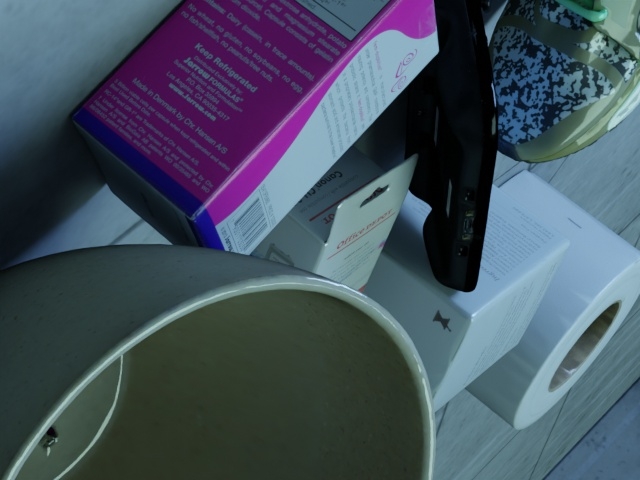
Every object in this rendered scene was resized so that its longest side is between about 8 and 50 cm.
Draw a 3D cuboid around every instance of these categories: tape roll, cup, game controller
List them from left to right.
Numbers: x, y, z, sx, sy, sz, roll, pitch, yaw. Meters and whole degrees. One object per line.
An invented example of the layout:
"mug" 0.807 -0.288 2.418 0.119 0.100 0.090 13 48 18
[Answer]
"cup" -0.130 0.135 1.064 0.331 0.237 0.331 -20 122 -35
"game controller" 0.114 -0.084 1.446 0.067 0.166 0.319 -14 153 -6
"tape roll" 0.231 0.068 1.964 0.246 0.169 0.246 -44 160 -20

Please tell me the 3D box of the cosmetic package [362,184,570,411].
"cosmetic package" 0.109 0.045 1.661 0.184 0.151 0.151 -32 153 -45

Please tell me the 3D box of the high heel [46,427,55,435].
"high heel" -0.174 0.108 1.284 0.244 0.082 0.117 -36 127 -52

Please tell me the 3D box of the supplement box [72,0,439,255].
"supplement box" -0.035 -0.101 1.118 0.220 0.114 0.111 -46 160 -13

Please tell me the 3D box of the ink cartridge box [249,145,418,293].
"ink cartridge box" 0.000 0.000 1.457 0.115 0.067 0.198 -34 156 -42

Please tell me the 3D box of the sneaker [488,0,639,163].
"sneaker" 0.228 -0.259 1.430 0.182 0.158 0.410 14 106 -58
